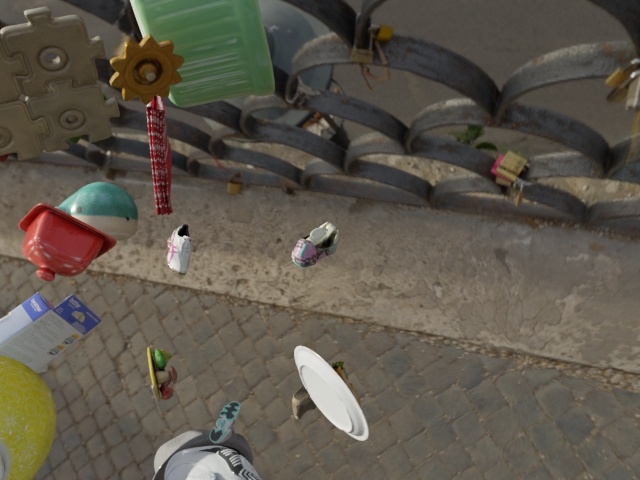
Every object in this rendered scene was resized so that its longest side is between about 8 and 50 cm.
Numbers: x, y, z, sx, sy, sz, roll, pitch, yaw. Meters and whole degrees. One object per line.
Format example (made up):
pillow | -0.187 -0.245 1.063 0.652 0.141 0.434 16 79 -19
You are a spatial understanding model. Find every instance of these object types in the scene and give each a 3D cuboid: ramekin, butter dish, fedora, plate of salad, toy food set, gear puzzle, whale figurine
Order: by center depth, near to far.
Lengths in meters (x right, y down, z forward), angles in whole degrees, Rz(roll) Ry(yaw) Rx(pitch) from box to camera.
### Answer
gear puzzle | -0.311 -0.166 0.619 0.339 0.175 0.044 -20 56 -20
ramekin | -0.178 -0.339 0.828 0.148 0.303 0.303 -17 73 -5
plate of salad | 0.024 0.264 1.032 0.048 0.200 0.200 -34 66 -24
butter dish | -0.502 0.023 1.118 0.160 0.160 0.118 -24 43 45
fedora | -0.299 0.541 1.403 0.124 0.275 0.243 29 107 51
whale figurine | -0.585 -0.074 1.460 0.272 0.216 0.141 2 87 25
toy food set | -0.450 0.390 1.691 0.071 0.128 0.218 -12 31 -15

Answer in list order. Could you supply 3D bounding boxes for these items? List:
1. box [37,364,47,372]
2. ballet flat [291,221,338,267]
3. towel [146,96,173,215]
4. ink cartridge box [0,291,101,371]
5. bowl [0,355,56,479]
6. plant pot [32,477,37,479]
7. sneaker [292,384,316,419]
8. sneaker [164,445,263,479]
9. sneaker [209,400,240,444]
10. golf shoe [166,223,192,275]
box | -0.784 0.284 1.454 0.170 0.130 0.091 -9 64 -20
ballet flat | 0.000 0.000 1.364 0.077 0.221 0.079 33 112 10
towel | -0.286 -0.199 1.044 0.031 0.275 0.199 -2 54 -13
ink cartridge box | -0.632 0.223 1.228 0.311 0.186 0.065 -37 69 -16
bowl | -0.584 0.347 0.958 0.289 0.289 0.156 -61 32 -1
plant pot | -0.760 0.706 1.474 0.032 0.236 0.236 -19 73 2
sneaker | -0.027 0.456 1.714 0.066 0.188 0.071 16 108 30
sneaker | -0.173 0.406 0.848 0.366 0.210 0.137 13 88 44
sneaker | -0.204 0.406 1.297 0.038 0.069 0.098 28 72 24
golf shoe | -0.434 0.026 1.810 0.086 0.067 0.186 -51 38 28
